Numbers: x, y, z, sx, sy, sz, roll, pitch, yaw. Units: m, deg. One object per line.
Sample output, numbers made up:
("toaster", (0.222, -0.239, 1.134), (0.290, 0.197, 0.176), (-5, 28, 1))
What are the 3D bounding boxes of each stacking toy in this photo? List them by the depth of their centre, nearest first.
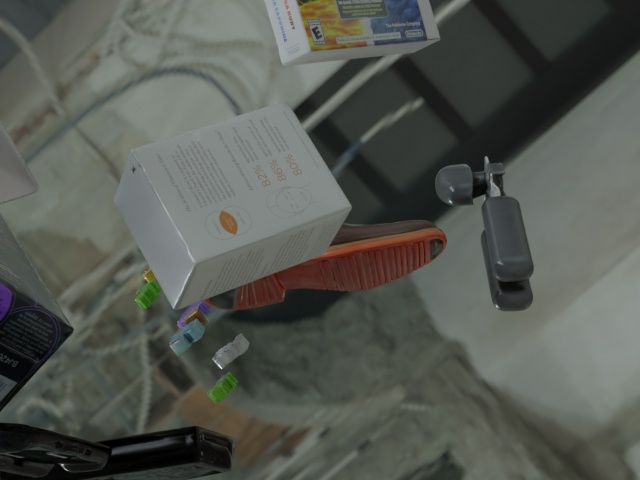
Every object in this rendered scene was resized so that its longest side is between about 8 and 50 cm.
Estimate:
("stacking toy", (-0.169, 0.111, 1.867), (0.167, 0.052, 0.221), (51, -170, -10))

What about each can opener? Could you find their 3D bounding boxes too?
("can opener", (0.187, -0.012, 1.712), (0.283, 0.095, 0.076), (-88, -4, -62))

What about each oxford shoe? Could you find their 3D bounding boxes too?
("oxford shoe", (0.000, 0.000, 1.601), (0.097, 0.271, 0.098), (85, 176, -59))

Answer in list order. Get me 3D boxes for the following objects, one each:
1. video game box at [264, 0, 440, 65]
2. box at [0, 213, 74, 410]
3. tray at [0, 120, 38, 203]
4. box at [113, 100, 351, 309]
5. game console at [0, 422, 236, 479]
("video game box", (0.019, -0.274, 1.457), (0.205, 0.048, 0.187), (-14, -96, -47))
("box", (-0.385, 0.033, 1.435), (0.165, 0.143, 0.270), (38, -173, -44))
("tray", (-0.353, -0.117, 1.226), (0.270, 0.145, 0.030), (68, -173, -47))
("box", (-0.082, -0.034, 1.356), (0.130, 0.170, 0.091), (59, 150, 19))
("game console", (-0.230, 0.200, 1.386), (0.361, 0.213, 0.044), (40, -139, -69))
